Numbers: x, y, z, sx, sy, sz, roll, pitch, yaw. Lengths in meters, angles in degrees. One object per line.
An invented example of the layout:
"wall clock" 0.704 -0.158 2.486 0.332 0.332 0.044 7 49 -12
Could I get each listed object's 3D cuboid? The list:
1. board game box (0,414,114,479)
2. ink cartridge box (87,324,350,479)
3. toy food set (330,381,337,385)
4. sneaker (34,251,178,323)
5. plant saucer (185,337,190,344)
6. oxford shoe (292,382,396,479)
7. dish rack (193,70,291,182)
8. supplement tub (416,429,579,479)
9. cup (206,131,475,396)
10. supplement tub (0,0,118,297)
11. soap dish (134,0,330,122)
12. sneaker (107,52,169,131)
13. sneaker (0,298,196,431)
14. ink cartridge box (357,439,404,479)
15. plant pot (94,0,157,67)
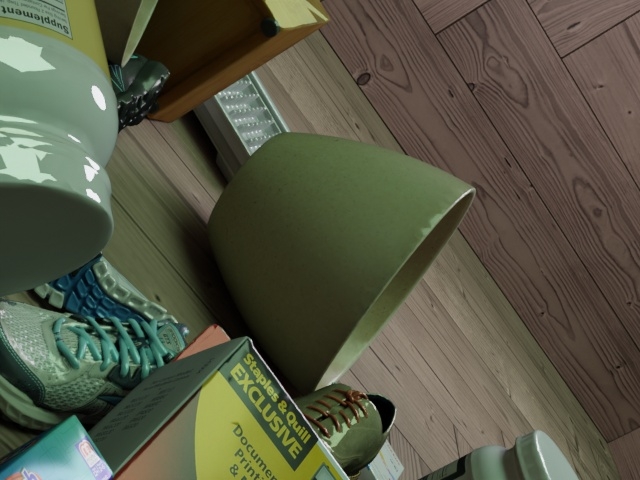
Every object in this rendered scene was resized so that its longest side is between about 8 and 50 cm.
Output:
"board game box" -0.214 0.174 0.538 0.047 0.160 0.210 58 15 -2
"ink cartridge box" -0.040 0.239 0.796 0.309 0.130 0.272 55 47 -12
"toy food set" 0.007 0.216 1.343 0.020 0.083 0.082 18 -5 18
"sneaker" -0.214 0.043 0.998 0.190 0.071 0.083 49 -12 -17
"plant saucer" -0.148 0.122 1.123 0.083 0.013 0.083 52 16 -22
"oxford shoe" -0.014 0.198 1.139 0.123 0.130 0.348 44 8 17
"dish rack" -0.147 -0.216 1.660 0.333 0.072 0.285 59 14 -1
"supplement tub" 0.156 0.341 1.173 0.191 0.272 0.191 52 17 -23
"cup" 0.000 0.000 1.346 0.237 0.331 0.331 38 13 9
"supplement tub" -0.274 -0.142 0.753 0.241 0.241 0.331 27 45 -63
"soap dish" -0.167 -0.302 1.387 0.229 0.291 0.118 56 31 -11
"sneaker" -0.257 -0.160 1.216 0.106 0.101 0.267 34 20 -6
"sneaker" -0.170 0.097 0.892 0.283 0.122 0.110 39 24 -53
"ink cartridge box" 0.055 0.282 1.385 0.088 0.052 0.122 59 14 3
"plant pot" -0.287 -0.355 1.144 0.274 0.256 0.256 22 25 -10
